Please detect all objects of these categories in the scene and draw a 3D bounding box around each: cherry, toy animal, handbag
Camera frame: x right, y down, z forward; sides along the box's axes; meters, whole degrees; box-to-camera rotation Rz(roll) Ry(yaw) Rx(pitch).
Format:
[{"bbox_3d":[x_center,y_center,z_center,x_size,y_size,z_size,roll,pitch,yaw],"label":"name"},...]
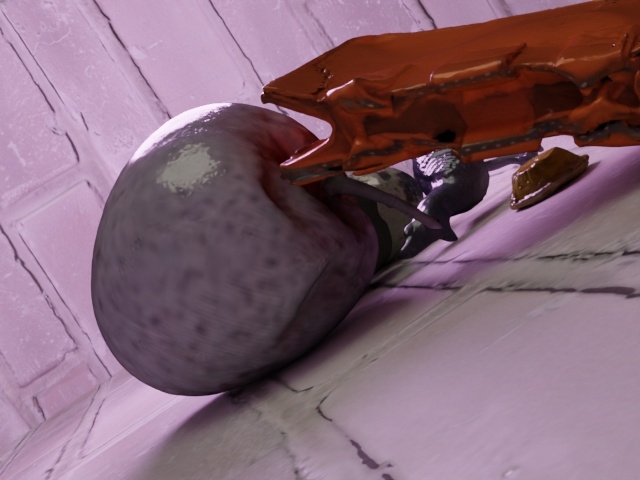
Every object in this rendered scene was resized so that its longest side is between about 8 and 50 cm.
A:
[{"bbox_3d":[-0.099,0.021,1.153,0.335,0.291,0.326,-55,20,0],"label":"cherry"},{"bbox_3d":[0.179,-0.102,1.376,0.205,0.081,0.367,-10,33,3],"label":"toy animal"},{"bbox_3d":[0.184,-0.149,1.031,0.410,0.116,0.303,-5,17,24],"label":"handbag"}]

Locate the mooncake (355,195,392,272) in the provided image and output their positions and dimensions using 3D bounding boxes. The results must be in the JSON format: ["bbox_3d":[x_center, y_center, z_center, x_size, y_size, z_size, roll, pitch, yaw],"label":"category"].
[{"bbox_3d":[0.000,0.000,1.340,0.104,0.175,0.168,-45,-29,-62],"label":"mooncake"}]

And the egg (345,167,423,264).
[{"bbox_3d":[0.057,-0.029,1.454,0.181,0.141,0.141,-28,2,-6],"label":"egg"}]

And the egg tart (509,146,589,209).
[{"bbox_3d":[0.245,-0.073,1.183,0.105,0.039,0.105,-34,4,3],"label":"egg tart"}]
